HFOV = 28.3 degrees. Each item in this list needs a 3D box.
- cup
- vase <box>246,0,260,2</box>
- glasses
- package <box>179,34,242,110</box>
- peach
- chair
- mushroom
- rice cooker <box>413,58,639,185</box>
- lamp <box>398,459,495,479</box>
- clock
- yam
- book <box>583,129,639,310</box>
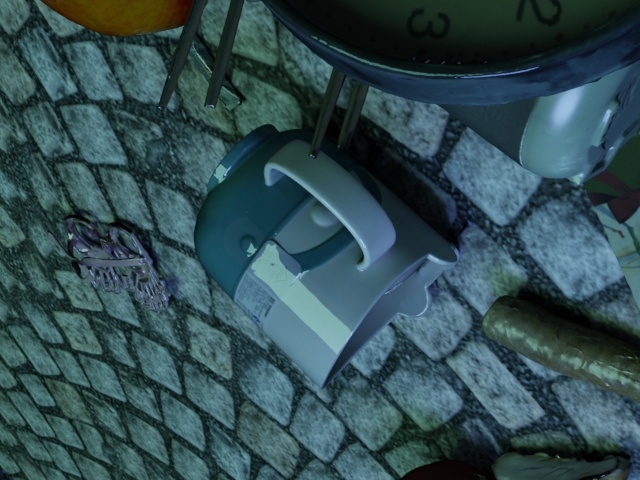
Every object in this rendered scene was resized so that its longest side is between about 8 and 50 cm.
[{"bbox_3d":[0.000,0.000,1.408,0.257,0.219,0.289,43,160,11],"label":"cup"},{"bbox_3d":[-0.070,-0.307,1.341,0.053,0.053,0.100,7,124,46],"label":"vase"},{"bbox_3d":[-0.335,0.054,1.991,0.255,0.095,0.162,15,143,44],"label":"glasses"},{"bbox_3d":[-0.135,-0.208,1.552,0.110,0.015,0.037,55,146,-12],"label":"package"},{"bbox_3d":[-0.221,-0.325,1.366,0.243,0.199,0.243,25,153,13],"label":"peach"},{"bbox_3d":[-0.022,-0.234,1.235,0.188,0.166,0.272,19,101,9],"label":"chair"},{"bbox_3d":[0.290,0.300,1.525,0.210,0.072,0.094,-8,127,52],"label":"mushroom"},{"bbox_3d":[0.161,-0.216,0.962,0.277,0.288,0.288,38,146,19],"label":"rice cooker"},{"bbox_3d":[0.163,0.397,1.632,0.227,0.227,0.227,31,143,26],"label":"lamp"},{"bbox_3d":[0.100,-0.277,0.796,0.386,0.386,0.076,38,-171,17],"label":"clock"},{"bbox_3d":[0.310,0.135,1.337,0.300,0.066,0.066,25,140,33],"label":"yam"},{"bbox_3d":[0.353,-0.004,1.176,0.201,0.026,0.289,-8,117,50],"label":"book"}]
